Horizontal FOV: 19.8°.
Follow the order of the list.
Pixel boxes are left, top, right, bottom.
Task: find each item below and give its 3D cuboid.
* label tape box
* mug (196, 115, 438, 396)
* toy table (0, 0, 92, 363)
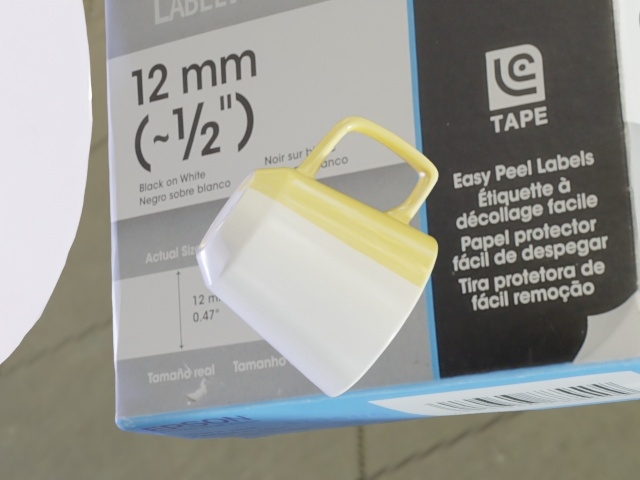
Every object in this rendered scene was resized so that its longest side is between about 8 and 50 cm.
[{"bbox_3d":[0.032,-0.098,0.794,0.249,0.115,0.347,-10,79,31],"label":"label tape box"},{"bbox_3d":[-0.002,0.003,0.606,0.062,0.064,0.078,-47,12,49],"label":"mug"},{"bbox_3d":[-0.184,-0.074,0.338,0.161,0.274,0.252,-9,23,48],"label":"toy table"}]
